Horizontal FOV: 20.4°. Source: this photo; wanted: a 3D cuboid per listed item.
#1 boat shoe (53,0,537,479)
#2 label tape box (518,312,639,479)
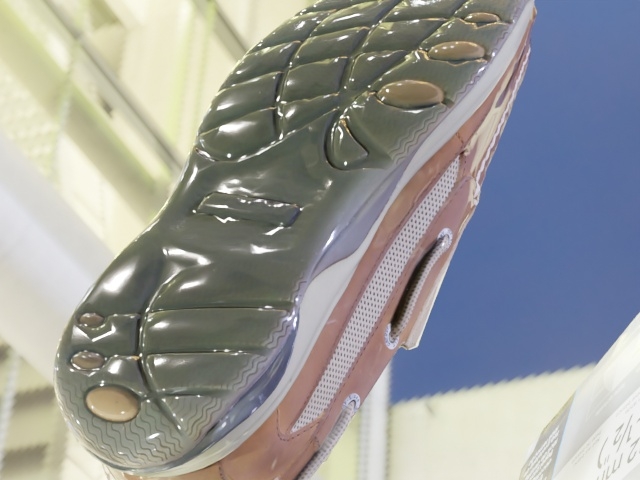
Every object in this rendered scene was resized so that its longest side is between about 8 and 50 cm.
[{"bbox_3d":[0.000,0.000,0.807,0.122,0.120,0.324,15,-129,33],"label":"boat shoe"},{"bbox_3d":[0.187,0.212,1.071,0.115,0.249,0.347,28,-133,-3],"label":"label tape box"}]
